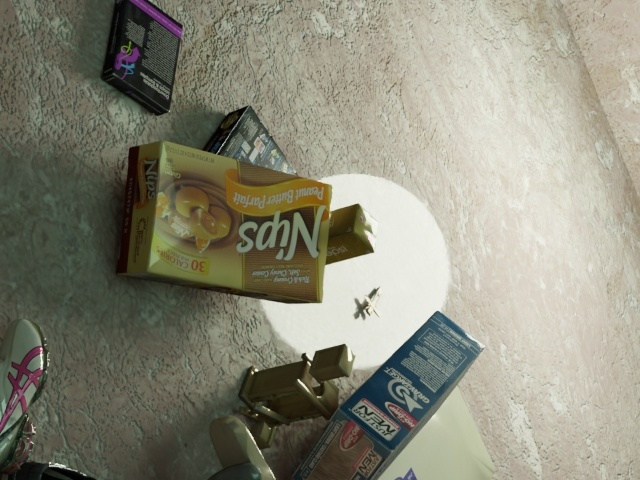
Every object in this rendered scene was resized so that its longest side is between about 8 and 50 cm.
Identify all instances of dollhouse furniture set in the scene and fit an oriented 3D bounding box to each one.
[{"bbox_3d":[-0.028,0.258,1.726,0.101,0.182,0.161,50,40,-30],"label":"dollhouse furniture set"}]

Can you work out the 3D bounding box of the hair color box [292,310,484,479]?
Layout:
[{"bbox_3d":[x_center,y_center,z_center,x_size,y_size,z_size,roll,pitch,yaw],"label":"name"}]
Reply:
[{"bbox_3d":[0.112,0.262,1.859,0.105,0.174,0.347,38,36,11],"label":"hair color box"}]

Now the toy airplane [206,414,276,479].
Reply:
[{"bbox_3d":[-0.030,0.455,1.486,0.272,0.386,0.384,-21,120,-17],"label":"toy airplane"}]

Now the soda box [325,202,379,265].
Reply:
[{"bbox_3d":[0.000,0.000,1.872,0.061,0.181,0.058,42,45,-38],"label":"soda box"}]

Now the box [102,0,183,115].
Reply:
[{"bbox_3d":[-0.261,-0.279,1.760,0.116,0.029,0.162,33,50,-42],"label":"box"}]

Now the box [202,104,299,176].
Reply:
[{"bbox_3d":[-0.119,-0.079,1.854,0.175,0.051,0.220,55,39,-26],"label":"box"}]

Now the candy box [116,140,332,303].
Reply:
[{"bbox_3d":[-0.130,-0.018,1.709,0.316,0.087,0.183,13,79,-41],"label":"candy box"}]

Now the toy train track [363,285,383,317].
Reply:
[{"bbox_3d":[0.092,0.108,2.107,0.048,0.014,0.083,54,33,-15],"label":"toy train track"}]

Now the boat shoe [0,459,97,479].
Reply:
[{"bbox_3d":[-0.288,0.320,1.439,0.206,0.065,0.075,39,47,-40],"label":"boat shoe"}]

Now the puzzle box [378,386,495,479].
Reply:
[{"bbox_3d":[0.161,0.396,2.048,0.409,0.052,0.272,-40,110,-53],"label":"puzzle box"}]

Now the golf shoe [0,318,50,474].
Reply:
[{"bbox_3d":[-0.369,0.172,1.387,0.086,0.067,0.186,31,52,-42],"label":"golf shoe"}]
